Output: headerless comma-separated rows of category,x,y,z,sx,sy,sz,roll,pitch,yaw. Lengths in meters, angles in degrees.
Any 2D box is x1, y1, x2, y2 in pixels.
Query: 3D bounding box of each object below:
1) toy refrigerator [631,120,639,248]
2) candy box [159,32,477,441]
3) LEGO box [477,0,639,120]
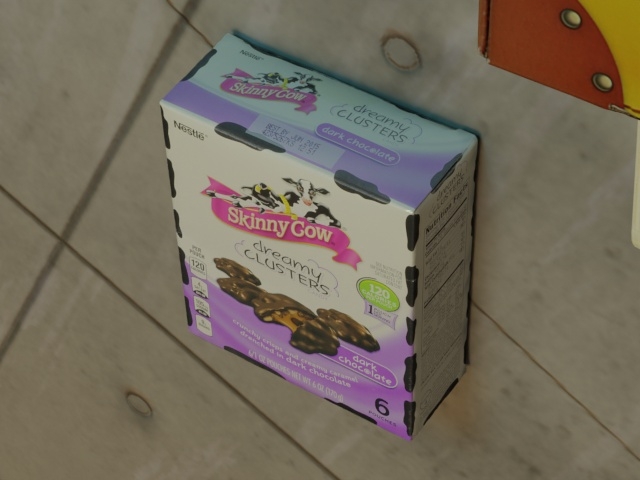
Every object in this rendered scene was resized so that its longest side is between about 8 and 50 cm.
toy refrigerator,0.268,-0.009,0.766,0.269,0.094,0.102,23,142,26
candy box,0.000,0.000,1.054,0.164,0.070,0.196,25,143,23
LEGO box,0.248,-0.221,0.465,0.372,0.193,0.500,24,142,24
